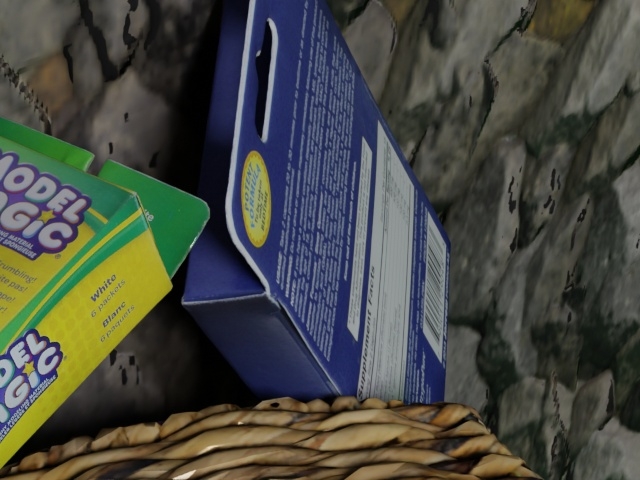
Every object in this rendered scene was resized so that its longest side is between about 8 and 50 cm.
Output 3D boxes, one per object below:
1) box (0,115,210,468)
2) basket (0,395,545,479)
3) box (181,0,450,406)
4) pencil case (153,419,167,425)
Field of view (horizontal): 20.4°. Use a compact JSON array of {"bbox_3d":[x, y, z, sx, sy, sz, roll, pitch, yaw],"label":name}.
[{"bbox_3d":[-0.121,0.026,0.473,0.179,0.105,0.043,-47,143,-30],"label":"box"},{"bbox_3d":[-0.018,0.187,0.516,0.299,0.223,0.213,-16,119,-21],"label":"basket"},{"bbox_3d":[0.000,0.000,0.644,0.225,0.036,0.136,60,29,-52],"label":"box"},{"bbox_3d":[-0.056,0.169,0.677,0.088,0.086,0.206,0,111,-20],"label":"pencil case"}]
